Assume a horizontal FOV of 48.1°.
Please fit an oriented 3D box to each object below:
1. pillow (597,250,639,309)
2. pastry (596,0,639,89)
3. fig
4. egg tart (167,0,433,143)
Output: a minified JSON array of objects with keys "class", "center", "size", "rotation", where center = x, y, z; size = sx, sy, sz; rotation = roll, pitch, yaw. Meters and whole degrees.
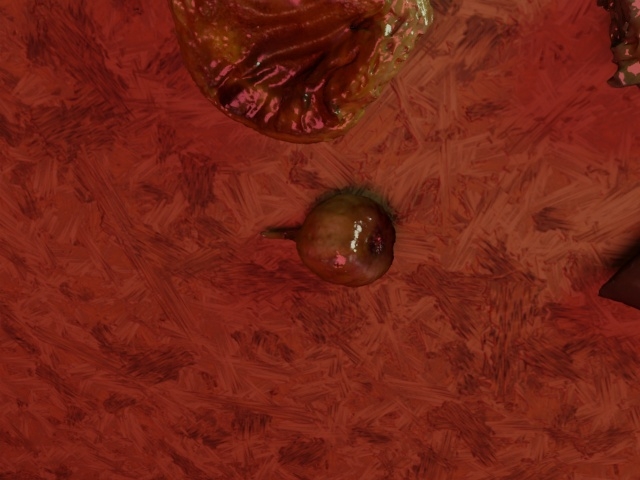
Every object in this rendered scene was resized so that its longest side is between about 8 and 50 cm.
[{"class":"pillow","center":[0.642,0.046,1.083],"size":[0.308,0.108,0.305],"rotation":[27,126,-4]},{"class":"pastry","center":[0.514,-0.282,0.860],"size":[0.329,0.136,0.330],"rotation":[9,129,11]},{"class":"fig","center":[0.000,0.000,1.245],"size":[0.257,0.159,0.159],"rotation":[6,129,34]},{"class":"egg tart","center":[-0.040,-0.307,1.000],"size":[0.339,0.153,0.351],"rotation":[28,129,-4]}]
